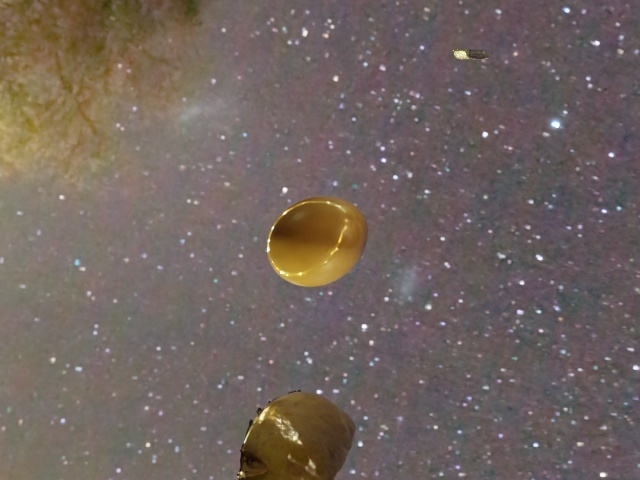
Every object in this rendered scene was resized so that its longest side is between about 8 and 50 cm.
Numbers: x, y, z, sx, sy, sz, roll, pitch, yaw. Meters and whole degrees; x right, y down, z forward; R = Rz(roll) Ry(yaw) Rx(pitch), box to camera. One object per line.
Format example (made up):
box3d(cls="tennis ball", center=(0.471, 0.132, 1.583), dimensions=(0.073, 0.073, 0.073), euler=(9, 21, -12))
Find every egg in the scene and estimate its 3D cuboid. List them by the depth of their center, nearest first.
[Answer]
box3d(cls="egg", center=(0.000, 0.000, 0.653), dimensions=(0.096, 0.080, 0.080), euler=(-13, -111, 41))

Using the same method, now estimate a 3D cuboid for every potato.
box3d(cls="potato", center=(-0.023, 0.273, 1.012), dimensions=(0.100, 0.261, 0.120), euler=(-26, -79, 34))

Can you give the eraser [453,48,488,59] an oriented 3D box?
box3d(cls="eraser", center=(0.268, -0.330, 1.298), dimensions=(0.027, 0.099, 0.019), euler=(10, -73, 35))
